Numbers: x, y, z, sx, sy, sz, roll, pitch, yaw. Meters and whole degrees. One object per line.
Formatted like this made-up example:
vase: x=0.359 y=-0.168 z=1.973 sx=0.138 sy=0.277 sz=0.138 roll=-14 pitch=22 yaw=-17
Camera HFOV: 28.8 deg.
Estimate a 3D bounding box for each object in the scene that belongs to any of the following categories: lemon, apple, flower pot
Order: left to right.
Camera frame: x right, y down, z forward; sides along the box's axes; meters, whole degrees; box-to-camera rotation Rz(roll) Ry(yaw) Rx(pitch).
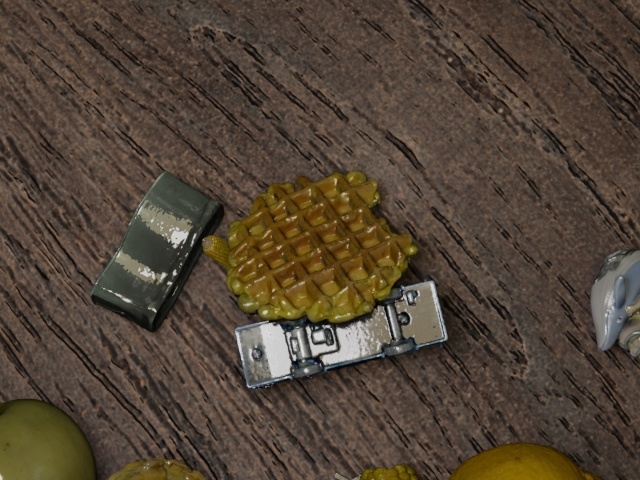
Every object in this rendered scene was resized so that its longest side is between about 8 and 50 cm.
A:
apple: x=-0.451 y=0.353 z=1.773 sx=0.262 sy=0.262 sz=0.262 roll=0 pitch=81 yaw=3
flower pot: x=-0.245 y=0.018 z=1.881 sx=0.108 sy=0.103 sz=0.229 roll=27 pitch=83 yaw=6
lemon: x=0.277 y=0.378 z=1.754 sx=0.257 sy=0.188 sz=0.188 roll=-13 pitch=81 yaw=-3

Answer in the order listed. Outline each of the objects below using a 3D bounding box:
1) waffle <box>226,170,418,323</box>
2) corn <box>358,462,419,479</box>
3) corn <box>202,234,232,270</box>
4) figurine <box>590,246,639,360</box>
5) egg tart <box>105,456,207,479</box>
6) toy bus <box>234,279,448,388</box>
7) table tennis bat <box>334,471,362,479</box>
waffle: x=0.000 y=0.007 z=1.821 sx=0.282 sy=0.058 sz=0.300 roll=-8 pitch=45 yaw=5
corn: x=0.139 y=0.496 z=1.779 sx=0.120 sy=0.120 sz=0.363 roll=-18 pitch=81 yaw=0
corn: x=-0.146 y=0.020 z=1.882 sx=0.037 sy=0.092 sz=0.037 roll=-14 pitch=62 yaw=27
figurine: x=0.483 y=0.089 z=1.821 sx=0.208 sy=0.128 sz=0.184 roll=-38 pitch=83 yaw=-7
egg tart: x=-0.236 y=0.451 z=1.741 sx=0.116 sy=0.295 sz=0.294 roll=19 pitch=80 yaw=50
toy bus: x=0.032 y=0.140 z=1.833 sx=0.297 sy=0.131 sz=0.106 roll=-13 pitch=83 yaw=0
table tennis bat: x=0.059 y=0.368 z=1.858 sx=0.083 sy=0.007 sz=0.050 roll=24 pitch=83 yaw=5
